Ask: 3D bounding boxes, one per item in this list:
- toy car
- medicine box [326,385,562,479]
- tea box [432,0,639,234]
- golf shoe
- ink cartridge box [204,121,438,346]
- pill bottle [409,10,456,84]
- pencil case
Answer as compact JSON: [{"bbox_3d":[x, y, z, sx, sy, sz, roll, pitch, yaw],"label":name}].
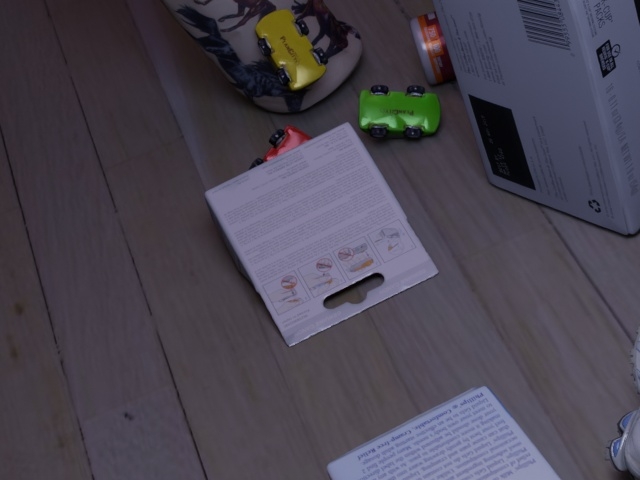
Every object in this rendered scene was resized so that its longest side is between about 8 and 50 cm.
[{"bbox_3d":[0.028,-0.148,2.169,0.225,0.053,0.239,3,79,-1],"label":"toy car"},{"bbox_3d":[0.154,0.307,1.401,0.149,0.263,0.289,-27,37,-8],"label":"medicine box"},{"bbox_3d":[0.318,-0.245,1.959,0.323,0.329,0.220,-41,41,-24],"label":"tea box"},{"bbox_3d":[0.320,0.134,1.659,0.086,0.069,0.176,-22,48,57],"label":"golf shoe"},{"bbox_3d":[0.000,0.000,2.044,0.189,0.066,0.232,-26,62,-6],"label":"ink cartridge box"},{"bbox_3d":[0.190,-0.250,2.228,0.152,0.086,0.086,-18,37,5],"label":"pill bottle"},{"bbox_3d":[-0.114,-0.331,2.232,0.160,0.410,0.183,-9,44,40],"label":"pencil case"}]
